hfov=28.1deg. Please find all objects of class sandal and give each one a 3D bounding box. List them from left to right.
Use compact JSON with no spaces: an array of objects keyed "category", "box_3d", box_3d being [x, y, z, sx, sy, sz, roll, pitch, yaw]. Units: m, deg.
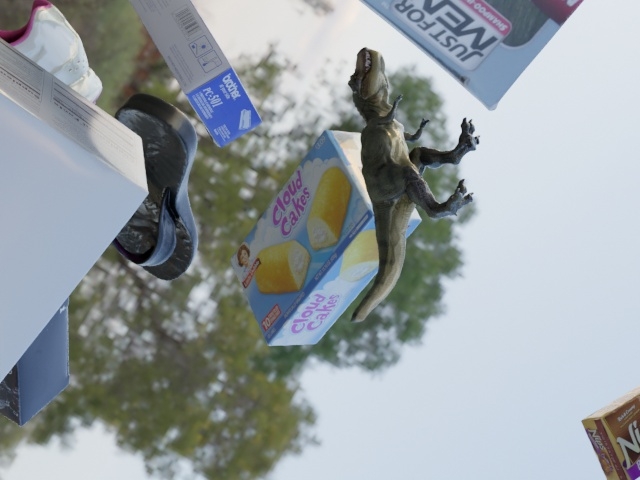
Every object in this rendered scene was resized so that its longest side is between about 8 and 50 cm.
[{"category":"sandal","box_3d":[-0.288,-0.058,2.033,0.107,0.168,0.445,-59,168,-32]}]

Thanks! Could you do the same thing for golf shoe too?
[{"category":"golf shoe","box_3d":[-0.395,-0.164,1.357,0.306,0.140,0.115,-19,-152,-9]}]

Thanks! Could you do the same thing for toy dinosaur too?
[{"category":"toy dinosaur","box_3d":[0.083,-0.058,1.176,0.118,0.064,0.268,-11,-115,25]}]

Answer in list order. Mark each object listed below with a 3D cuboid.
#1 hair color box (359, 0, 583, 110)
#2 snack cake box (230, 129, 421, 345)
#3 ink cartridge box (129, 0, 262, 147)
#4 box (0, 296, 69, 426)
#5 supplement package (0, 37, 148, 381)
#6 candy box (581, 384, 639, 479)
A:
[{"category":"hair color box","box_3d":[0.016,-0.227,0.728,0.113,0.185,0.374,-50,-156,15]},{"category":"snack cake box","box_3d":[0.000,0.000,1.670,0.264,0.089,0.152,-52,-128,35]},{"category":"ink cartridge box","box_3d":[-0.124,-0.184,1.071,0.046,0.207,0.097,-31,155,-1]},{"category":"box","box_3d":[-0.383,0.107,1.501,0.093,0.158,0.156,-45,153,-43]},{"category":"supplement package","box_3d":[-0.301,-0.020,1.057,0.262,0.204,0.145,-50,-159,12]},{"category":"candy box","box_3d":[0.497,0.284,1.953,0.187,0.109,0.053,-23,180,-31]}]
